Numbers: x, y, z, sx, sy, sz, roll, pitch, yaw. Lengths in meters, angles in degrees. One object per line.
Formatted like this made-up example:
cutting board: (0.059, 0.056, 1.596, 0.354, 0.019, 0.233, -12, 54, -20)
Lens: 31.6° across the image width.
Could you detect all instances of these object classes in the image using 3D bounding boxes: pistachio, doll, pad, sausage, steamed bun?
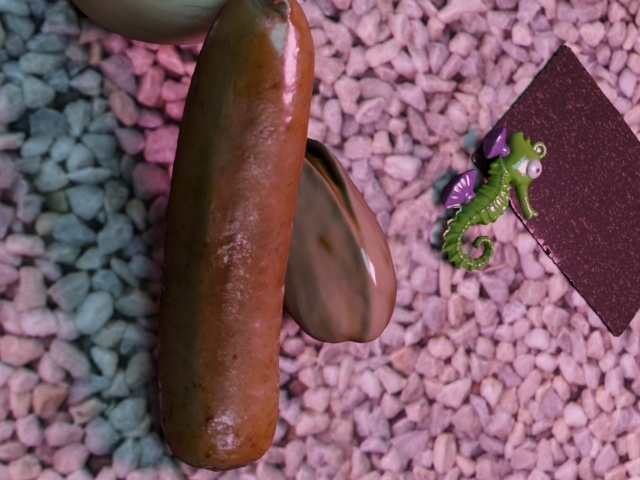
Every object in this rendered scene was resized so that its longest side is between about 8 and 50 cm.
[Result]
pistachio: (0.000, 0.000, 1.192, 0.138, 0.153, 0.237, -14, 69, -38)
doll: (0.208, -0.049, 1.353, 0.115, 0.050, 0.190, 43, 78, -14)
pad: (0.351, -0.062, 1.459, 0.330, 0.004, 0.220, 48, 68, -19)
sausage: (-0.087, -0.004, 1.090, 0.123, 0.136, 0.500, -2, 110, -27)
steamed bun: (-0.123, -0.275, 1.092, 0.250, 0.200, 0.154, -12, 95, -26)
